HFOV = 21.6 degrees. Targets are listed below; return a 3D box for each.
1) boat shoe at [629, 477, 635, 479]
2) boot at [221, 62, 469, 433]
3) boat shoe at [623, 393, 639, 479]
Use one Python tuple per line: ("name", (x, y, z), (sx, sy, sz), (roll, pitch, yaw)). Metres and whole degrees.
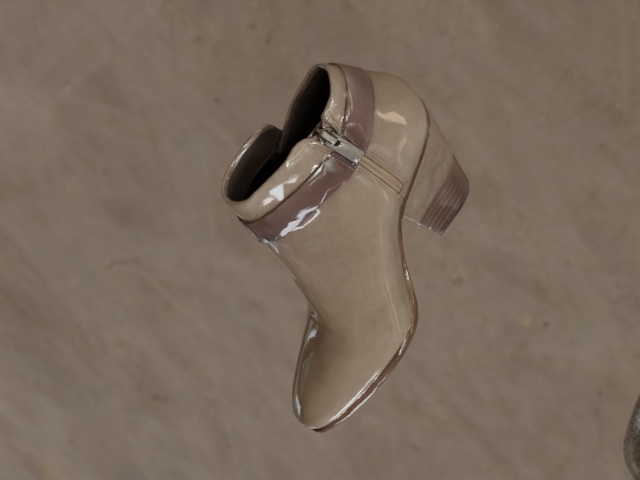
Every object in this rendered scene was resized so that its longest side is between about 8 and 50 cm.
("boat shoe", (0.205, 0.243, 1.055), (0.121, 0.119, 0.335), (31, 120, -29))
("boot", (0.000, 0.000, 0.557), (0.087, 0.118, 0.042), (29, 178, -44))
("boat shoe", (0.279, 0.001, 0.656), (0.130, 0.355, 0.132), (50, 176, 25))
